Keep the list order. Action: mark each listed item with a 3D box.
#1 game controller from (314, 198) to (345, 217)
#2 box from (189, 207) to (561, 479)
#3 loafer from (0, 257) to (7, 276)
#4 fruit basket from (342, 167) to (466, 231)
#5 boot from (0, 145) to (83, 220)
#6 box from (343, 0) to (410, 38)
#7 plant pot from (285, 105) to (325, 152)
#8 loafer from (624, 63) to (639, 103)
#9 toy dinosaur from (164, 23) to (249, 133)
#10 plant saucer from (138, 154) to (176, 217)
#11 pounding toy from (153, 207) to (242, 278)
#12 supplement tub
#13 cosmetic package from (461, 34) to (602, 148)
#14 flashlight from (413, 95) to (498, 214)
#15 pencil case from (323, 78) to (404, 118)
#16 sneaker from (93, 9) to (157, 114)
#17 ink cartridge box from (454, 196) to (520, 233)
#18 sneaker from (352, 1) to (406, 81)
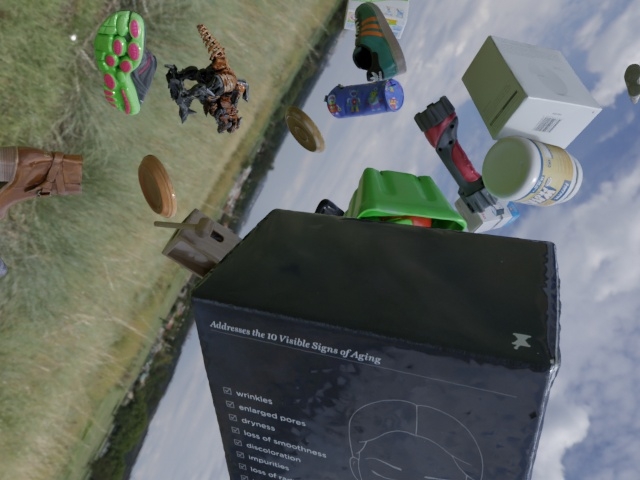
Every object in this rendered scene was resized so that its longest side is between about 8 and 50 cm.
[{"bbox_3d":[0.000,0.000,2.021,0.067,0.166,0.319,3,-116,52],"label":"game controller"},{"bbox_3d":[0.096,0.239,0.853,0.297,0.479,0.472,-55,147,-52],"label":"box"},{"bbox_3d":[-0.959,0.007,1.354,0.109,0.302,0.095,-55,-174,-12],"label":"loafer"},{"bbox_3d":[0.136,0.067,1.178,0.392,0.282,0.392,-174,-90,-76],"label":"fruit basket"},{"bbox_3d":[-0.719,-0.135,1.303,0.283,0.220,0.109,-55,-131,44],"label":"boot"},{"bbox_3d":[0.188,-0.772,1.753,0.114,0.203,0.103,107,-8,-80],"label":"box"},{"bbox_3d":[-0.072,-0.458,2.193,0.032,0.236,0.236,-42,-175,-15],"label":"plant pot"},{"bbox_3d":[0.895,-0.448,1.489,0.045,0.039,0.125,-1,-118,28],"label":"loafer"},{"bbox_3d":[-0.311,-0.440,1.456,0.164,0.218,0.322,-131,-153,-57],"label":"toy dinosaur"},{"bbox_3d":[-0.499,-0.159,1.572,0.037,0.200,0.200,-24,166,-34],"label":"plant saucer"},{"bbox_3d":[-0.269,-0.018,1.146,0.206,0.181,0.094,-31,-151,52],"label":"pounding toy"},{"bbox_3d":[0.486,-0.154,1.189,0.144,0.199,0.144,-9,-100,57],"label":"supplement tub"},{"bbox_3d":[0.497,-0.353,1.250,0.138,0.224,0.225,120,-35,-49],"label":"cosmetic package"},{"bbox_3d":[0.360,-0.218,1.329,0.103,0.304,0.103,-39,-172,-11],"label":"flashlight"},{"bbox_3d":[0.164,-0.540,1.975,0.306,0.133,0.119,5,-156,41],"label":"pencil case"},{"bbox_3d":[-0.730,-0.693,1.978,0.483,0.185,0.202,-50,-162,57],"label":"sneaker"},{"bbox_3d":[0.607,-0.114,1.896,0.140,0.190,0.082,67,-31,21],"label":"ink cartridge box"},{"bbox_3d":[0.135,-0.563,1.469,0.108,0.121,0.302,69,1,-55],"label":"sneaker"}]
